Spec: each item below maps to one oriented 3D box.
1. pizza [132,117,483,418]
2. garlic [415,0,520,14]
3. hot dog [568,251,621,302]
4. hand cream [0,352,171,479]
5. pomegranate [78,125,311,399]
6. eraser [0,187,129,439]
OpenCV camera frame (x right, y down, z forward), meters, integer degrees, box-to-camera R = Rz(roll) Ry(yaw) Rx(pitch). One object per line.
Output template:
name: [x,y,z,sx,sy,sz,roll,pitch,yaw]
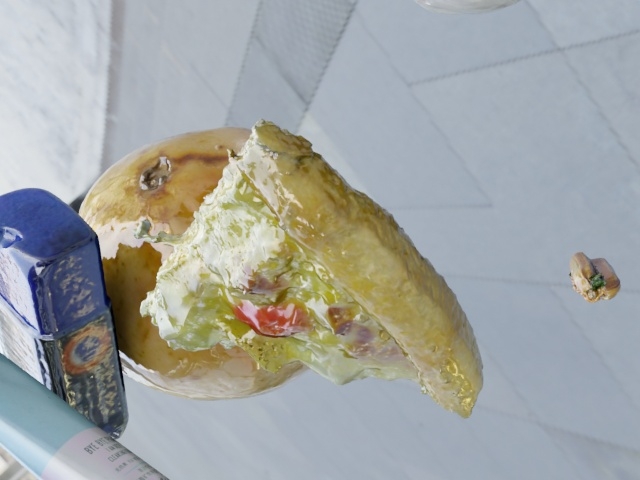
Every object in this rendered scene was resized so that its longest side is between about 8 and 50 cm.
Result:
pizza: [-0.035,0.050,0.834,0.288,0.075,0.280,-18,129,45]
garlic: [0.148,-0.329,1.150,0.184,0.203,0.281,53,167,22]
hot dog: [0.425,0.060,1.793,0.072,0.055,0.188,18,-167,5]
hand cream: [-0.211,0.183,0.965,0.312,0.070,0.111,34,-166,17]
pomegranate: [-0.134,0.052,1.519,0.410,0.410,0.410,43,163,17]
eraser: [-0.311,0.099,1.331,0.155,0.102,0.332,37,141,34]
